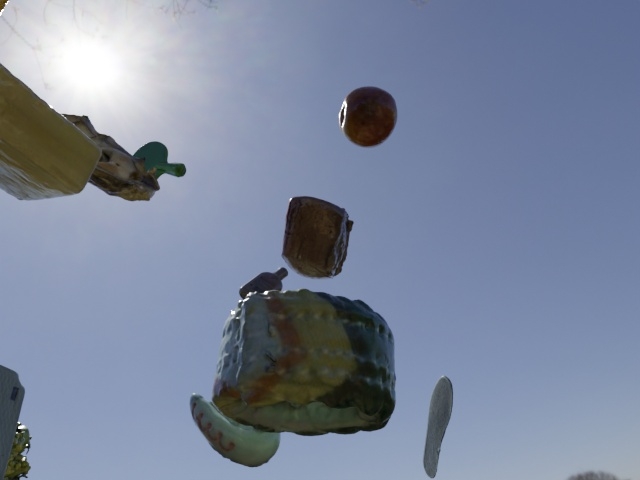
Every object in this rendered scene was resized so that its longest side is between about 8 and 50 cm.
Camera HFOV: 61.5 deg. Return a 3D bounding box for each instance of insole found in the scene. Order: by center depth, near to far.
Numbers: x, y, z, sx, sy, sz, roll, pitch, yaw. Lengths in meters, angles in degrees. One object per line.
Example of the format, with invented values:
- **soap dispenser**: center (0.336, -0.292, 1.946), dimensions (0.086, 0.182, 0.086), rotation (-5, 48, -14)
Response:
- **insole**: center (0.242, 0.390, 1.127), dimensions (0.003, 0.080, 0.232), rotation (3, -76, -19)

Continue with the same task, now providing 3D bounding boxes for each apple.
- **apple**: center (0.152, -0.389, 1.685), dimensions (0.173, 0.196, 0.160), rotation (5, -3, -14)

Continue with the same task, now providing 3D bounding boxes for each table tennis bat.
- **table tennis bat**: center (-0.491, -0.221, 1.604), dimensions (0.256, 0.161, 0.039), rotation (13, -15, 37)

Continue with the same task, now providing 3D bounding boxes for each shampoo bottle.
- **shampoo bottle**: center (-0.145, 0.120, 1.453), dimensions (0.165, 0.079, 0.040), rotation (-38, -23, -52)

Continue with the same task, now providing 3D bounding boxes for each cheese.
- **cheese**: center (-0.570, -0.193, 0.962), dimensions (0.242, 0.124, 0.265), rotation (3, -30, 37)

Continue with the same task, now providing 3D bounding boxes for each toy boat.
- **toy boat**: center (-0.157, 0.337, 1.025), dimensions (0.134, 0.207, 0.079), rotation (-4, -64, -44)

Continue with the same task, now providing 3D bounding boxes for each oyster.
- **oyster**: center (-0.550, -0.203, 1.305), dimensions (0.100, 0.271, 0.275), rotation (-39, -16, 31)

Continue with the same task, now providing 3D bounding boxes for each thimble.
- **thimble**: center (-0.024, 0.191, 0.814), dimensions (0.254, 0.168, 0.288), rotation (-20, -37, 31)

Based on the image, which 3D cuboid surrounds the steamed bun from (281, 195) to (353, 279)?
- **steamed bun**: center (0.000, 0.000, 1.001), dimensions (0.106, 0.145, 0.175), rotation (5, -9, 24)

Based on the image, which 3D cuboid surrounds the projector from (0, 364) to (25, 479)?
- **projector**: center (-0.606, 0.341, 0.856), dimensions (0.198, 0.251, 0.108), rotation (-22, -41, 16)

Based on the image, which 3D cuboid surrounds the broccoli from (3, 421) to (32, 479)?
- **broccoli**: center (-0.741, 0.428, 1.153), dimensions (0.242, 0.273, 0.181), rotation (9, -70, 16)

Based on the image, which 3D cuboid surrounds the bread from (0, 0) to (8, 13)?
- **bread**: center (-0.652, -0.476, 0.964), dimensions (0.187, 0.065, 0.103), rotation (24, -73, -32)
